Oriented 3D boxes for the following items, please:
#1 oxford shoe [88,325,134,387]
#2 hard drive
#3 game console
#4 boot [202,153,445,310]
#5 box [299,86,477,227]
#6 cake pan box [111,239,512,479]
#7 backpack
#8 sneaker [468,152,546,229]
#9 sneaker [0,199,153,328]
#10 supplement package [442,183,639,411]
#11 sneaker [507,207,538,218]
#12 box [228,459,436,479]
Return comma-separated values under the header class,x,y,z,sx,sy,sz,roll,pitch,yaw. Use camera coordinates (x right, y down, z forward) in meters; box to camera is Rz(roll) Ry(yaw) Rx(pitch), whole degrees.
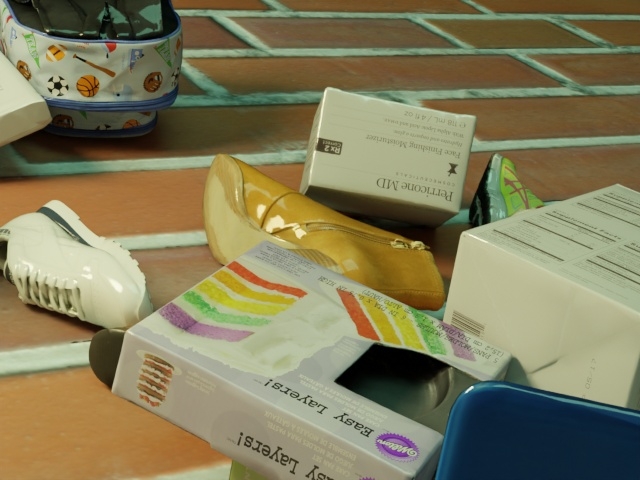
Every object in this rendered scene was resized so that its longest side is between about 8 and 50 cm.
class,x,y,z,sx,sy,sz,roll,pitch,yaw
oxford shoe,-0.100,0.120,1.220,0.212,0.076,0.076,22,16,25
hard drive,-0.476,-0.175,1.690,0.203,0.040,0.307,-26,36,-17
game console,0.195,0.209,0.852,0.173,0.293,0.250,27,28,33
boot,0.001,-0.001,1.518,0.211,0.104,0.295,5,26,-26
box,0.075,-0.093,1.624,0.181,0.119,0.182,10,-6,-4
cake pan box,0.005,0.111,1.120,0.267,0.070,0.246,26,28,18
backpack,-0.303,-0.248,1.805,0.277,0.213,0.263,-6,21,-14
sneaker,0.241,-0.038,1.718,0.094,0.081,0.208,17,30,-2
sneaker,-0.248,0.040,1.344,0.095,0.090,0.235,-21,32,-33
supplement package,0.265,0.090,1.266,0.198,0.199,0.263,27,29,36
sneaker,0.336,0.053,1.523,0.293,0.102,0.146,9,27,10
box,0.118,0.220,1.093,0.322,0.058,0.232,26,28,36
